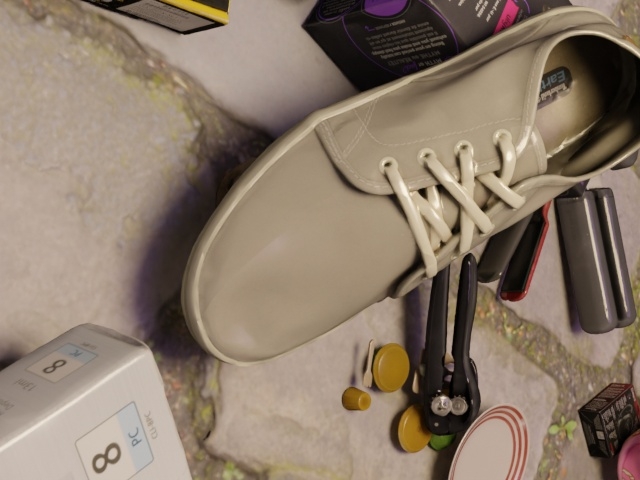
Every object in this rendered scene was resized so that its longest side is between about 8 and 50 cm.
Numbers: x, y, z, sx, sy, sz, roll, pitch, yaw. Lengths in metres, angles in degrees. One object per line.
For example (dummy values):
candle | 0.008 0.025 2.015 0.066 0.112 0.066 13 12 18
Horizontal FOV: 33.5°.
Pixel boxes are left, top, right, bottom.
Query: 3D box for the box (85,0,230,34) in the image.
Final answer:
box | -0.173 -0.350 0.812 0.257 0.079 0.322 12 80 -38

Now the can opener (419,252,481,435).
can opener | 0.124 0.101 1.029 0.073 0.059 0.186 -69 156 -76

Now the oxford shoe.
oxford shoe | 0.090 -0.048 0.844 0.449 0.130 0.169 -32 120 -12

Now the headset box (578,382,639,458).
headset box | 0.348 0.211 1.262 0.083 0.032 0.062 -28 107 -39

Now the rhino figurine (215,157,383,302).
rhino figurine | 0.000 0.000 0.948 0.243 0.073 0.106 17 80 -40

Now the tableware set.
tableware set | 0.085 0.156 1.048 0.154 0.024 0.104 15 81 -40

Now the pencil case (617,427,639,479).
pencil case | 0.518 0.234 1.307 0.386 0.167 0.160 -22 146 -44

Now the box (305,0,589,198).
box | 0.147 -0.173 1.018 0.270 0.165 0.143 45 62 -30

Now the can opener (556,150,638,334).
can opener | 0.322 -0.039 1.208 0.076 0.095 0.283 -9 87 -40

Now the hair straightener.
hair straightener | 0.219 -0.054 1.145 0.089 0.047 0.230 32 76 -27

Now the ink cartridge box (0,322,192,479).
ink cartridge box | -0.233 0.279 0.680 0.385 0.091 0.308 -35 124 -38

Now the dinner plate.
dinner plate | 0.171 0.235 1.105 0.141 0.017 0.141 -16 113 -44
